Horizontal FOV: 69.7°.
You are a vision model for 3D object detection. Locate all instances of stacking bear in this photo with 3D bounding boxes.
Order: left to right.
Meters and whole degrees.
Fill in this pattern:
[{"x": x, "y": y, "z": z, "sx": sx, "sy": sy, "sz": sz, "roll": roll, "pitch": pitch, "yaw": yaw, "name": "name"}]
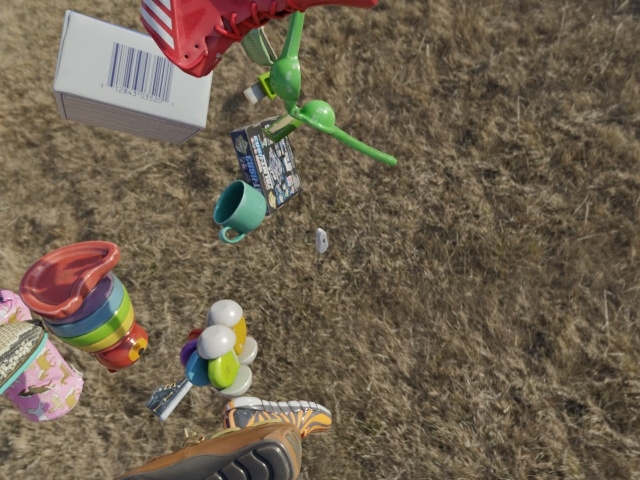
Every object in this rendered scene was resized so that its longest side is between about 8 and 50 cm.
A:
[{"x": -0.449, "y": 0.159, "z": 0.935, "sx": 0.165, "sy": 0.288, "sz": 0.175, "roll": 7, "pitch": 46, "yaw": 21, "name": "stacking bear"}]

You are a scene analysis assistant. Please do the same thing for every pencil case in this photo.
[{"x": -0.791, "y": 0.311, "z": 1.218, "sx": 0.160, "sy": 0.385, "sz": 0.167, "roll": 1, "pitch": 38, "yaw": 18, "name": "pencil case"}]

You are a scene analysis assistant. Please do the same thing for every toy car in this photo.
[{"x": -0.213, "y": 0.220, "z": 0.926, "sx": 0.137, "sy": 0.159, "sz": 0.182, "roll": -10, "pitch": 31, "yaw": 7, "name": "toy car"}]

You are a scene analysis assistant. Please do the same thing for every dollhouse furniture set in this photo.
[{"x": -0.081, "y": -0.211, "z": 0.617, "sx": 0.059, "sy": 0.151, "sz": 0.076, "roll": -38, "pitch": 39, "yaw": -8, "name": "dollhouse furniture set"}]

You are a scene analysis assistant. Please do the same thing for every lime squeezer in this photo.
[{"x": 0.000, "y": -0.194, "z": 0.595, "sx": 0.110, "sy": 0.310, "sz": 0.059, "roll": -41, "pitch": 39, "yaw": -10, "name": "lime squeezer"}]

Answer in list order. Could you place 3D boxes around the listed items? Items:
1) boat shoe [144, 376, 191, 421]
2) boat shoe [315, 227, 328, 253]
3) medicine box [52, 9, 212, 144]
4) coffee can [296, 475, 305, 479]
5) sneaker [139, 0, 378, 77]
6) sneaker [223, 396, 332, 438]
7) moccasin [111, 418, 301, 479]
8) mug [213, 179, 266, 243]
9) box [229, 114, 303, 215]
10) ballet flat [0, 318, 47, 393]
[{"x": -0.468, "y": 0.472, "z": 1.453, "sx": 0.083, "sy": 0.065, "sz": 0.183, "roll": 38, "pitch": 76, "yaw": 0, "name": "boat shoe"}, {"x": 0.000, "y": 0.000, "z": 1.477, "sx": 0.035, "sy": 0.100, "sz": 0.035, "roll": -27, "pitch": 53, "yaw": -17, "name": "boat shoe"}, {"x": -0.391, "y": -0.314, "z": 0.962, "sx": 0.289, "sy": 0.264, "sz": 0.148, "roll": 9, "pitch": 90, "yaw": 63, "name": "medicine box"}, {"x": -0.153, "y": 0.692, "z": 1.061, "sx": 0.202, "sy": 0.276, "sz": 0.201, "roll": 11, "pitch": 103, "yaw": 54, "name": "coffee can"}, {"x": -0.060, "y": -0.201, "z": 0.414, "sx": 0.222, "sy": 0.087, "sz": 0.127, "roll": 17, "pitch": 103, "yaw": 14, "name": "sneaker"}, {"x": -0.101, "y": 0.523, "z": 1.200, "sx": 0.124, "sy": 0.321, "sz": 0.180, "roll": -57, "pitch": 33, "yaw": 33, "name": "sneaker"}, {"x": -0.214, "y": 0.409, "z": 0.808, "sx": 0.380, "sy": 0.147, "sz": 0.139, "roll": -27, "pitch": 89, "yaw": 4, "name": "moccasin"}, {"x": -0.215, "y": -0.071, "z": 1.232, "sx": 0.157, "sy": 0.097, "sz": 0.129, "roll": -54, "pitch": 38, "yaw": 7, "name": "mug"}, {"x": -0.177, "y": -0.265, "z": 1.597, "sx": 0.074, "sy": 0.295, "sz": 0.293, "roll": -7, "pitch": 21, "yaw": 25, "name": "box"}, {"x": -0.669, "y": 0.293, "z": 0.718, "sx": 0.482, "sy": 0.182, "sz": 0.164, "roll": -50, "pitch": 34, "yaw": -6, "name": "ballet flat"}]
